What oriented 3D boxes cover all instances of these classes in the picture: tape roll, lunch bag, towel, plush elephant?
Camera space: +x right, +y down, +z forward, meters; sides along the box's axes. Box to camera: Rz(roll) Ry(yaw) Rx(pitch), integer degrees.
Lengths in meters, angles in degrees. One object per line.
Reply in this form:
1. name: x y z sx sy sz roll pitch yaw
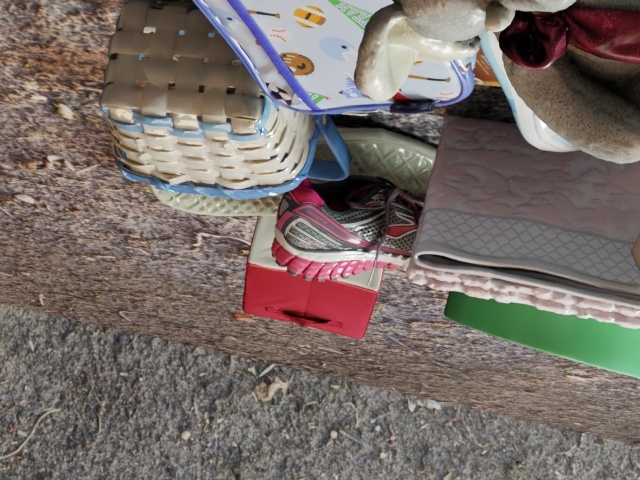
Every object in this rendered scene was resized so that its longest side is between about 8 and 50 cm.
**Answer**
1. tape roll: 0.305 0.094 1.723 0.321 0.077 0.321 15 -179 0
2. lunch bag: 0.004 -0.222 1.354 0.243 0.115 0.303 -1 150 26
3. towel: 0.276 -0.029 1.639 0.331 0.317 0.053 11 125 7
4. plush elephant: 0.167 -0.196 1.087 0.255 0.272 0.330 -3 -162 -39

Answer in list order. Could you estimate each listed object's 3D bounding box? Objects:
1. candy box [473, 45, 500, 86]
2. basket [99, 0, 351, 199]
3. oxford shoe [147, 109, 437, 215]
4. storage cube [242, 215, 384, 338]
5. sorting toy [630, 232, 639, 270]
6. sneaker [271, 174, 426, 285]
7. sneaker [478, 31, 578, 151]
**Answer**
1. candy box: 0.117 -0.204 1.518 0.186 0.053 0.109 5 163 19
2. basket: -0.103 -0.140 1.633 0.254 0.201 0.289 7 159 9
3. oxford shoe: -0.006 -0.091 1.908 0.449 0.169 0.130 8 -153 -14
4. storage cube: 0.000 0.000 2.060 0.183 0.215 0.193 13 158 0
5. sorting toy: 0.423 -0.093 1.431 0.257 0.089 0.255 -21 161 -7
6. sneaker: 0.091 -0.025 1.809 0.299 0.112 0.121 -6 -146 -24
7. sneaker: 0.281 -0.163 1.397 0.208 0.127 0.319 6 165 26
